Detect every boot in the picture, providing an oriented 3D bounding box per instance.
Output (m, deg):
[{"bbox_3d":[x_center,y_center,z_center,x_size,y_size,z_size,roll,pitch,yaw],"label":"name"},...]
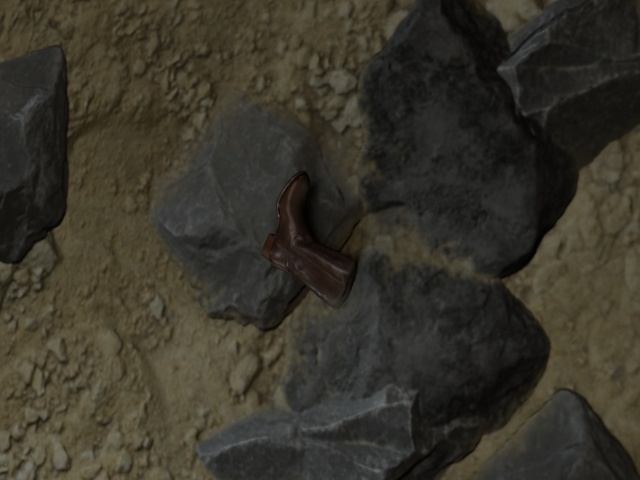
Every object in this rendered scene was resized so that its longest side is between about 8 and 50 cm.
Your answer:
[{"bbox_3d":[0.000,0.000,1.725,0.114,0.037,0.106,34,116,37],"label":"boot"}]
